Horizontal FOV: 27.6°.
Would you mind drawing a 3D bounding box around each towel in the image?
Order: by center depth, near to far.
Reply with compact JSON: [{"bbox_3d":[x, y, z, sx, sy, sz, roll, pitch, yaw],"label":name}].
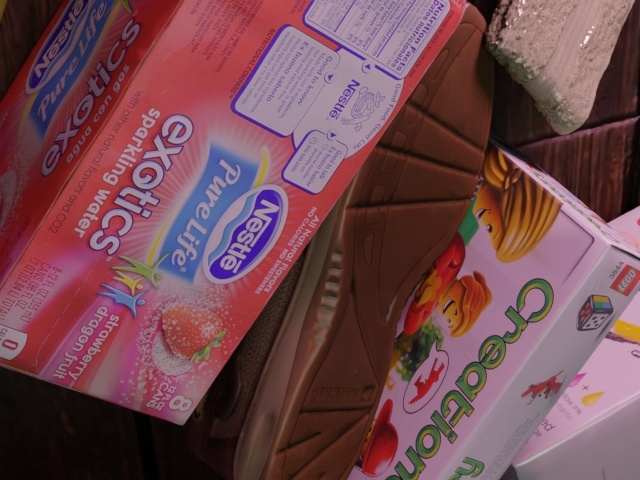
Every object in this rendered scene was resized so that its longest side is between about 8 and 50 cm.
[{"bbox_3d":[0.161,-0.154,0.841,0.110,0.027,0.148,42,66,-37],"label":"towel"}]

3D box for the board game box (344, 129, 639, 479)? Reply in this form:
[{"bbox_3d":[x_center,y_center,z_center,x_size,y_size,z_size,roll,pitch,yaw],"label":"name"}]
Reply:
[{"bbox_3d":[0.066,0.086,0.872,0.053,0.193,0.305,24,105,-35],"label":"board game box"}]

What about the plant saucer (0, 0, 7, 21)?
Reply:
[{"bbox_3d":[-0.239,-0.163,0.666,0.188,0.045,0.188,11,113,-31],"label":"plant saucer"}]

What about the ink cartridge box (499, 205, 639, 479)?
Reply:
[{"bbox_3d":[0.215,0.116,0.976,0.233,0.171,0.168,-27,127,-10],"label":"ink cartridge box"}]

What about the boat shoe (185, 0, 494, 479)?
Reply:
[{"bbox_3d":[0.000,0.000,0.831,0.123,0.123,0.342,9,103,-50],"label":"boat shoe"}]

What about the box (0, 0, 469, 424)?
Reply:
[{"bbox_3d":[-0.078,-0.066,0.741,0.154,0.142,0.300,25,106,-34],"label":"box"}]
